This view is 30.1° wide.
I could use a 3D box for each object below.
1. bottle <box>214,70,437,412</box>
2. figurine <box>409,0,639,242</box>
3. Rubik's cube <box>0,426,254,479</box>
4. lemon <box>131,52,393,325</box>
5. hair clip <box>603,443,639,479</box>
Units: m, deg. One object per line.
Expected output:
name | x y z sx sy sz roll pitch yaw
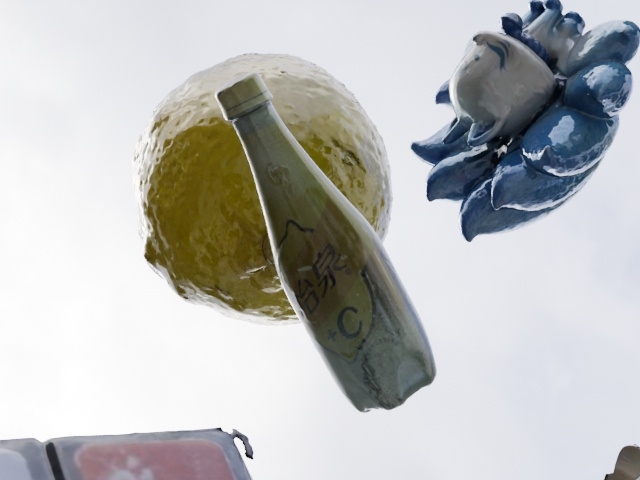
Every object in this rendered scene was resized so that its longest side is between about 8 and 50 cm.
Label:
bottle | 0.000 0.000 0.884 0.083 0.083 0.269 -16 -74 42
figurine | 0.081 -0.047 0.500 0.114 0.114 0.079 -11 -40 41
Rubik's cube | -0.180 0.334 0.573 0.362 0.359 0.363 50 -48 46
lemon | -0.056 -0.046 1.185 0.321 0.268 0.268 -107 -155 -53
hair clip | 0.271 0.313 1.205 0.034 0.226 0.072 27 -10 34
